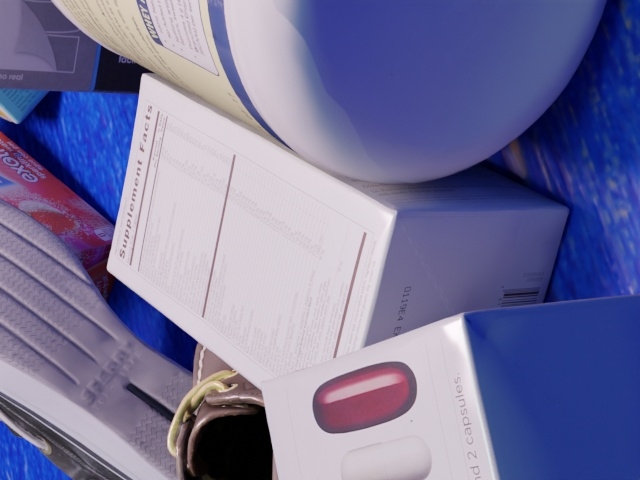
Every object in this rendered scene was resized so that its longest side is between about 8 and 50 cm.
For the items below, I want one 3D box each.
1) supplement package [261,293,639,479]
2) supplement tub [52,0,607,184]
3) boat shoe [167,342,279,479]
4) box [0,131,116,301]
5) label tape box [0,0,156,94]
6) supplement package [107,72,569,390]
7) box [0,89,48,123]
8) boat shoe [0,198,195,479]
[{"bbox_3d":[0.114,0.167,0.662,0.145,0.204,0.261,-25,73,49],"label":"supplement package"},{"bbox_3d":[-0.025,-0.187,0.791,0.325,0.235,0.235,31,115,45],"label":"supplement tub"},{"bbox_3d":[-0.033,0.128,0.850,0.116,0.097,0.324,-56,28,18],"label":"boat shoe"},{"bbox_3d":[-0.296,-0.010,1.171,0.257,0.123,0.128,38,120,25],"label":"box"},{"bbox_3d":[-0.193,-0.273,0.987,0.106,0.241,0.333,27,112,47],"label":"label tape box"},{"bbox_3d":[0.000,0.000,0.848,0.244,0.134,0.139,32,116,45],"label":"supplement package"},{"bbox_3d":[-0.325,-0.202,1.165,0.100,0.244,0.060,19,66,49],"label":"box"},{"bbox_3d":[-0.189,0.098,1.006,0.335,0.121,0.119,42,135,4],"label":"boat shoe"}]
